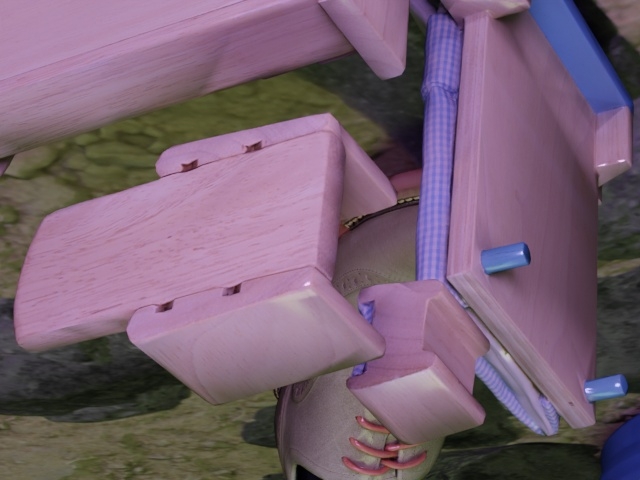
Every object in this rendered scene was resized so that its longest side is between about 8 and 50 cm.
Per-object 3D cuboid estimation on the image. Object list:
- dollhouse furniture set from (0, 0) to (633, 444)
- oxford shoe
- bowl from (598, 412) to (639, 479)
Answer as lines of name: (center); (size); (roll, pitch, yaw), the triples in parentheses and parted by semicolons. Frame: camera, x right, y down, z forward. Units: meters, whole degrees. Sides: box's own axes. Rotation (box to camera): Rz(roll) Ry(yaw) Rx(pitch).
dollhouse furniture set: (0.000, 0.000, 0.728); (0.198, 0.286, 0.303); (-14, 141, 27)
oxford shoe: (0.057, 0.078, 1.065); (0.141, 0.146, 0.397); (4, 155, -9)
bowl: (0.424, 0.198, 1.425); (0.391, 0.077, 0.391); (-1, 156, 0)
